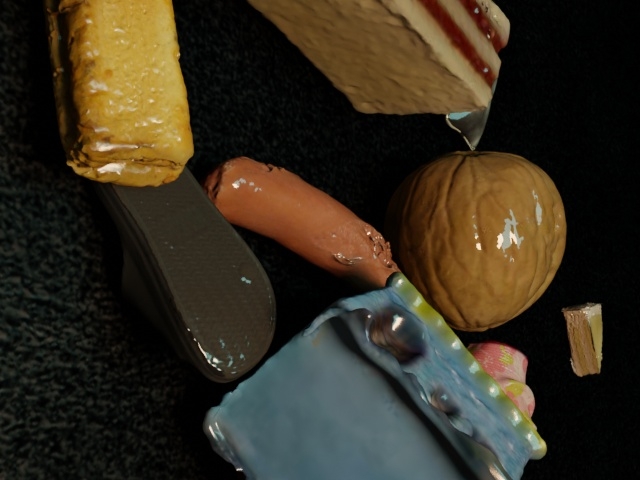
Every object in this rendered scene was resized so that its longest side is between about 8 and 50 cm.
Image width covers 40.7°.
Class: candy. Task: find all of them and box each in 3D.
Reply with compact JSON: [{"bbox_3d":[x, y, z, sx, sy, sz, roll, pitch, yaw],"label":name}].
[{"bbox_3d":[0.052,-0.265,0.922,0.321,0.179,0.135,36,63,-45],"label":"candy"}]

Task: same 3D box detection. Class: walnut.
[{"bbox_3d":[0.186,0.001,1.046,0.228,0.228,0.228,5,83,-48],"label":"walnut"}]

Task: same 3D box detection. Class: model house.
[{"bbox_3d":[0.078,0.178,0.847,0.237,0.215,0.303,50,21,12],"label":"model house"}]

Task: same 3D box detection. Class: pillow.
[{"bbox_3d":[0.211,-0.203,1.199,0.091,0.055,0.135,65,38,-69],"label":"pillow"}]

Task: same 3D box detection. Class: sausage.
[{"bbox_3d":[0.001,-0.002,0.932,0.327,0.079,0.087,33,93,-40],"label":"sausage"}]

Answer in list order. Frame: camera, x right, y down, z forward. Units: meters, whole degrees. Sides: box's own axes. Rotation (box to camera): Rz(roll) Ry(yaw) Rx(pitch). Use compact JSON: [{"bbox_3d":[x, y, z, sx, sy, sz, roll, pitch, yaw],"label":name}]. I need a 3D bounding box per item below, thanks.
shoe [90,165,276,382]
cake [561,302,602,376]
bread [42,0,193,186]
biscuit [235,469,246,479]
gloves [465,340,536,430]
[{"bbox_3d":[-0.134,0.020,0.783,0.108,0.093,0.241,-26,82,-43],"label":"shoe"},{"bbox_3d":[0.443,0.164,1.435,0.065,0.052,0.121,-21,102,-50],"label":"cake"},{"bbox_3d":[-0.172,-0.150,0.724,0.114,0.083,0.211,3,71,-43],"label":"bread"},{"bbox_3d":[0.011,0.336,0.837,0.284,0.043,0.306,38,40,-16],"label":"biscuit"},{"bbox_3d":[0.201,0.254,1.111,0.145,0.126,0.241,46,47,-42],"label":"gloves"}]
